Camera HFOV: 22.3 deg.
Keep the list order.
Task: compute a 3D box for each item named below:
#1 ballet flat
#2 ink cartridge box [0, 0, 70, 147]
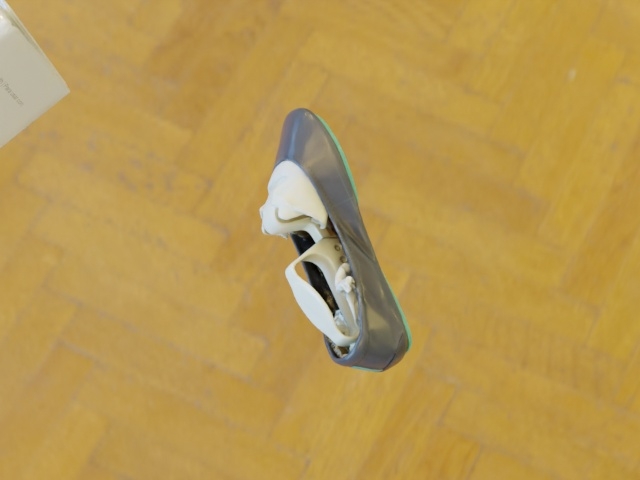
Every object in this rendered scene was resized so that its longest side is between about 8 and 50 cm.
[{"bbox_3d":[0.000,0.000,1.147,0.074,0.074,0.203,-19,77,-13],"label":"ballet flat"},{"bbox_3d":[-0.156,-0.048,0.522,0.122,0.052,0.088,-40,64,-2],"label":"ink cartridge box"}]
